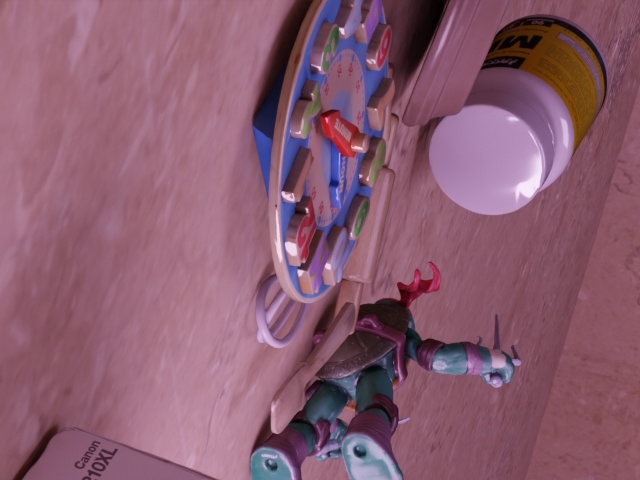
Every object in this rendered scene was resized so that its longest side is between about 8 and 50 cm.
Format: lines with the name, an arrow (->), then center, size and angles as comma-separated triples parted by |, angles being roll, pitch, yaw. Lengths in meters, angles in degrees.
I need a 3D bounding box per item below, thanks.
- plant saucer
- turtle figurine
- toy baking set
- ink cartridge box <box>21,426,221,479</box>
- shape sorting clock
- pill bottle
plant saucer -> 0.125, -0.207, 1.389 | 0.278, 0.041, 0.278 | 21, 90, -90
turtle figurine -> 0.040, 0.109, 1.435 | 0.175, 0.118, 0.234 | -31, -169, 34
toy baking set -> 0.002, -0.001, 1.313 | 0.197, 0.030, 0.256 | 4, 97, -71
ink cartridge box -> -0.121, 0.237, 0.944 | 0.172, 0.100, 0.237 | -59, 162, -48
shape sorting clock -> 0.010, -0.063, 1.182 | 0.206, 0.040, 0.206 | 14, 90, -71
pill bottle -> 0.169, -0.107, 1.657 | 0.208, 0.119, 0.119 | -51, 156, -58
